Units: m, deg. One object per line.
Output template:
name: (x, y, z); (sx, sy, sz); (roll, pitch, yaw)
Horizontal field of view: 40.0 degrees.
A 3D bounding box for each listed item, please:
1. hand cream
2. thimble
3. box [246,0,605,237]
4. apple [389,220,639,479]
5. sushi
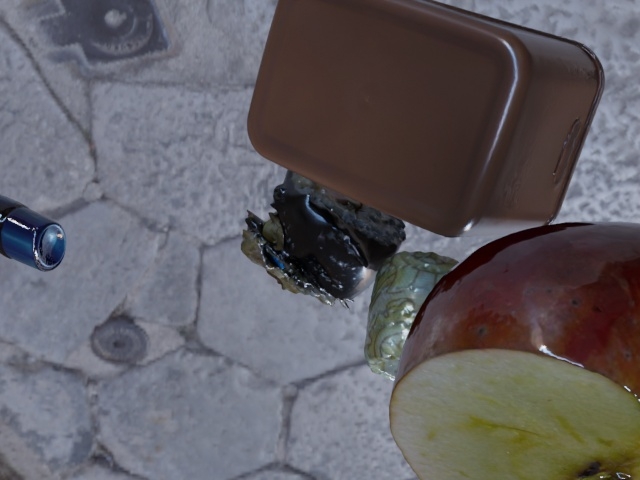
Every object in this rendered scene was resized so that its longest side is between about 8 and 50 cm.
hand cream: (-0.432, -0.044, 1.047); (0.270, 0.061, 0.120); (24, 159, 12)
thimble: (0.133, 0.110, 1.159); (0.137, 0.143, 0.190); (4, 159, 13)
box: (0.114, -0.159, 1.025); (0.229, 0.339, 0.239); (-8, 119, -56)
apple: (0.229, 0.152, 0.699); (0.295, 0.329, 0.365); (-25, 154, -19)
sushi: (-0.003, 0.004, 1.341); (0.238, 0.225, 0.219); (48, 119, 0)
